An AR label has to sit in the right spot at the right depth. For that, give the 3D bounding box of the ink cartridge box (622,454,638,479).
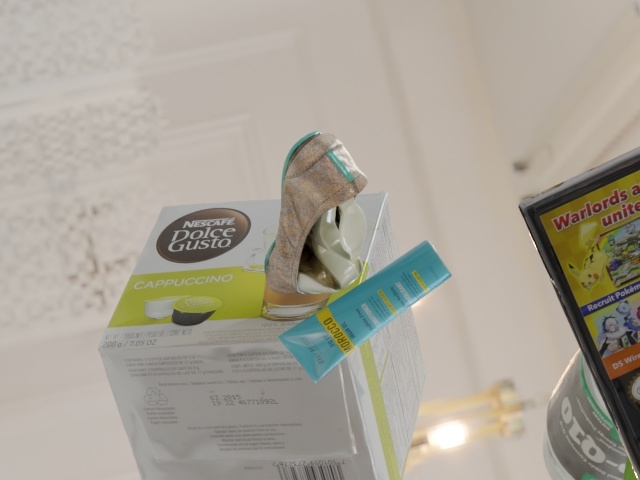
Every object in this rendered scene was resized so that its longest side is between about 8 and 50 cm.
[{"bbox_3d":[0.427,0.137,1.911,0.097,0.189,0.255,52,42,-46],"label":"ink cartridge box"}]

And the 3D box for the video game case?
[{"bbox_3d":[0.319,0.027,1.258,0.035,0.275,0.248,-112,177,-79],"label":"video game case"}]

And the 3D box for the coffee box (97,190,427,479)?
[{"bbox_3d":[-0.065,0.165,2.341,0.334,0.338,0.338,-71,153,-52],"label":"coffee box"}]

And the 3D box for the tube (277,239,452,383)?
[{"bbox_3d":[0.055,0.079,1.980,0.080,0.207,0.052,53,2,-22],"label":"tube"}]

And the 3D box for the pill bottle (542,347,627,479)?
[{"bbox_3d":[0.409,0.222,2.238,0.361,0.204,0.204,99,-23,-64],"label":"pill bottle"}]

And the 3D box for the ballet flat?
[{"bbox_3d":[0.000,0.000,1.958,0.106,0.107,0.316,41,-23,18],"label":"ballet flat"}]
